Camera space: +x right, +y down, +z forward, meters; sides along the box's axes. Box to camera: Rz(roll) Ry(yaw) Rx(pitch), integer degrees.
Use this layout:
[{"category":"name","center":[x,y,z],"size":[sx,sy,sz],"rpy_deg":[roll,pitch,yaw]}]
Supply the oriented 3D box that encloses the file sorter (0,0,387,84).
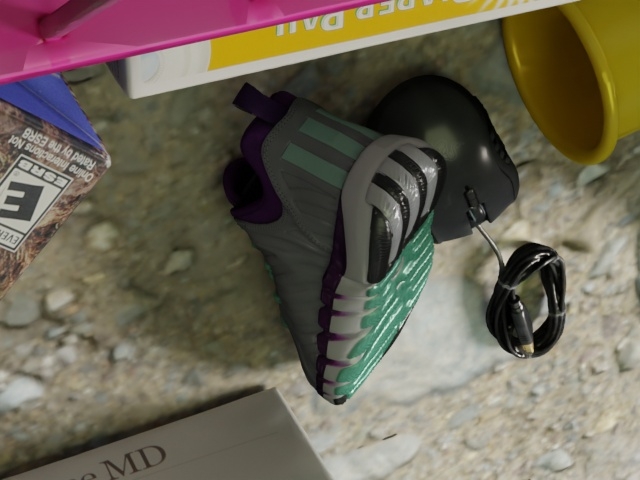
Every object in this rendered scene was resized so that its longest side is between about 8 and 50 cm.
[{"category":"file sorter","center":[-0.012,-0.166,0.405],"size":[0.290,0.182,0.202],"rpy_deg":[-16,95,-24]}]

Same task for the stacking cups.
[{"category":"stacking cups","center":[0.247,-0.141,0.757],"size":[0.316,0.096,0.096],"rpy_deg":[-25,136,-12]}]

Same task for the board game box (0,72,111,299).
[{"category":"board game box","center":[-0.263,-0.002,0.536],"size":[0.232,0.141,0.291],"rpy_deg":[27,110,-43]}]

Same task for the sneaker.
[{"category":"sneaker","center":[0.000,0.000,0.761],"size":[0.083,0.098,0.224],"rpy_deg":[-51,165,-27]}]

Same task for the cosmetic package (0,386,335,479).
[{"category":"cosmetic package","center":[-0.037,0.272,0.735],"size":[0.217,0.385,0.156],"rpy_deg":[-19,136,-19]}]

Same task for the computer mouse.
[{"category":"computer mouse","center":[0.088,0.000,0.820],"size":[0.071,0.041,0.242],"rpy_deg":[-37,137,1]}]

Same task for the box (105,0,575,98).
[{"category":"box","center":[0.003,-0.146,0.596],"size":[0.203,0.103,0.114],"rpy_deg":[-15,133,-19]}]
